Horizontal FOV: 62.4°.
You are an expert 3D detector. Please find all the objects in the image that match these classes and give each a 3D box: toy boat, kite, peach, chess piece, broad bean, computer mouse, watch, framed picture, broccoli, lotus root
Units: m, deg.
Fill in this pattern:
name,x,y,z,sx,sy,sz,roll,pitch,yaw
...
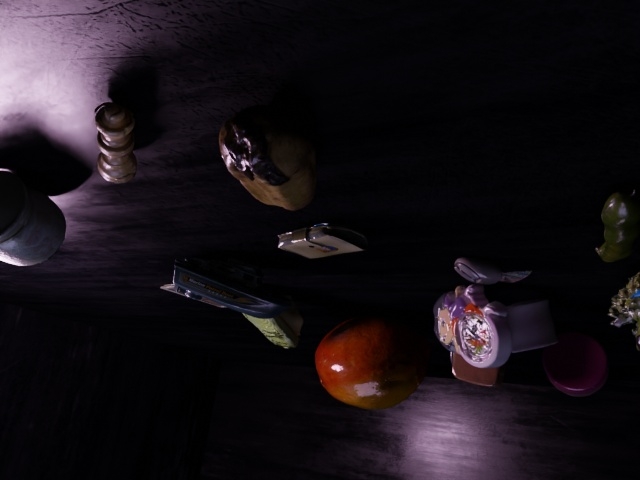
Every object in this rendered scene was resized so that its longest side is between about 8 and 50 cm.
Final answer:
name,x,y,z,sx,sy,sz,roll,pitch,yaw
toy boat,-0.209,0.108,1.287,0.296,0.122,0.114,18,-177,3
kite,0.381,0.070,1.126,0.137,0.005,0.152,-10,153,40
peach,0.166,0.387,1.687,0.372,0.290,0.373,3,159,1
chess piece,-0.283,-0.138,0.729,0.060,0.060,0.172,13,158,-15
broad bean,0.452,-0.013,0.800,0.053,0.052,0.256,46,-177,29
computer mouse,0.320,0.065,1.073,0.096,0.039,0.066,14,161,0
watch,0.420,0.192,1.265,0.231,0.196,0.244,-7,169,-28
framed picture,-0.344,0.178,1.710,0.216,0.016,0.273,-7,156,35
broccoli,0.623,0.132,0.981,0.167,0.160,0.154,6,136,40
lotus root,-0.061,-0.102,0.681,0.110,0.097,0.258,13,169,8

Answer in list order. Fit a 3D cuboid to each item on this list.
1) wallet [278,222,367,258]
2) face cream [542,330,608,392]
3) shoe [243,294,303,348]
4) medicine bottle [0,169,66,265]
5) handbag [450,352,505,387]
name,x,y,z,sx,sy,sz,roll,pitch,yaw
wallet,0.000,0.000,1.027,0.110,0.039,0.155,20,158,-40
face cream,0.763,0.373,1.581,0.175,0.175,0.195,-2,157,27
shoe,-0.150,0.218,1.587,0.140,0.128,0.262,-15,123,31
medicine bottle,-0.576,-0.038,0.985,0.147,0.147,0.143,4,159,11
handbag,0.453,0.314,1.514,0.151,0.193,0.072,3,166,35
